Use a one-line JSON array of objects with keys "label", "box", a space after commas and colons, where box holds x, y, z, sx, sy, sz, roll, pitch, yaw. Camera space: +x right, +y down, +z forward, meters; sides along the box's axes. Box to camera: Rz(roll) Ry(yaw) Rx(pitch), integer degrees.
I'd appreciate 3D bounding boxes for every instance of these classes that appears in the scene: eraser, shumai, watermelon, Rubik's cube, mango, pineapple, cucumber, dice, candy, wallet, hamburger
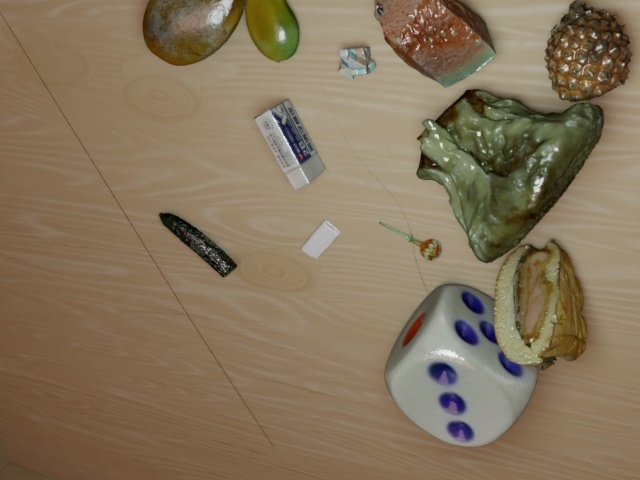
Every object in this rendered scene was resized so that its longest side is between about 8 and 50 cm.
[{"label": "eraser", "box": [-0.076, -0.249, 1.417, 0.068, 0.124, 0.210, -21, 106, 30]}, {"label": "shumai", "box": [0.377, -0.177, 1.190, 0.323, 0.324, 0.397, 41, 131, 19]}, {"label": "watermelon", "box": [0.216, -0.442, 1.134, 0.192, 0.140, 0.256, -25, 142, 30]}, {"label": "Rubik's cube", "box": [0.083, -0.418, 1.297, 0.075, 0.084, 0.073, 9, 115, 36]}, {"label": "mango", "box": [-0.120, -0.529, 1.323, 0.122, 0.085, 0.191, -19, 97, 40]}, {"label": "pineapple", "box": [0.532, -0.384, 1.097, 0.166, 0.166, 0.193, -14, 111, 27]}, {"label": "cucumber", "box": [-0.386, 0.002, 1.703, 0.293, 0.067, 0.067, 41, 123, 0]}, {"label": "dice", "box": [0.364, 0.318, 1.426, 0.304, 0.304, 0.277, 34, 122, 2]}, {"label": "candy", "box": [0.239, -0.006, 1.475, 0.184, 0.049, 0.056, 29, 93, 13]}, {"label": "wallet", "box": [0.000, 0.000, 1.575, 0.061, 0.025, 0.122, 37, 123, -7]}, {"label": "hamburger", "box": [0.537, 0.188, 1.318, 0.162, 0.330, 0.209, -17, 131, 39]}, {"label": "mango", "box": [-0.304, -0.556, 1.343, 0.316, 0.146, 0.193, -28, 101, 23]}]
